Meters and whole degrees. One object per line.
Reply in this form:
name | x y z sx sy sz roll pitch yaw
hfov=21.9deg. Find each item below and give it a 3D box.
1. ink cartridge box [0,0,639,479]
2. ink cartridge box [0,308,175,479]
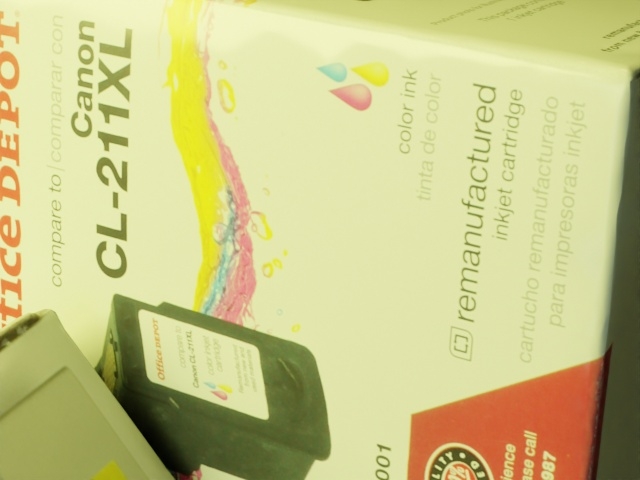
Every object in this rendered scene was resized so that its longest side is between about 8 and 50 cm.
ink cartridge box | 0.000 0.000 0.396 0.175 0.072 0.127 14 113 29
ink cartridge box | -0.081 0.205 0.473 0.303 0.072 0.307 -32 93 42
